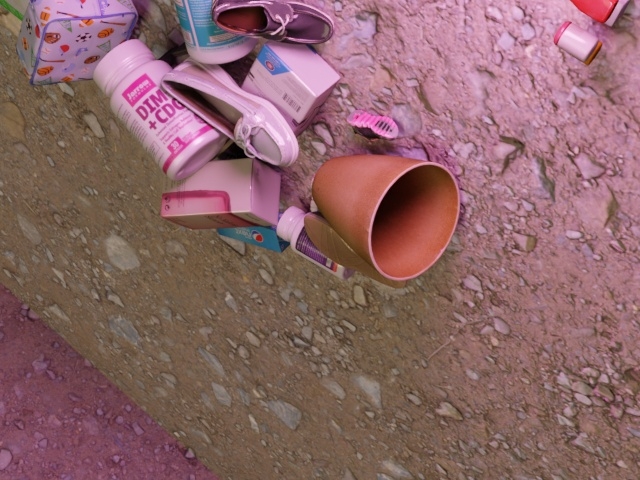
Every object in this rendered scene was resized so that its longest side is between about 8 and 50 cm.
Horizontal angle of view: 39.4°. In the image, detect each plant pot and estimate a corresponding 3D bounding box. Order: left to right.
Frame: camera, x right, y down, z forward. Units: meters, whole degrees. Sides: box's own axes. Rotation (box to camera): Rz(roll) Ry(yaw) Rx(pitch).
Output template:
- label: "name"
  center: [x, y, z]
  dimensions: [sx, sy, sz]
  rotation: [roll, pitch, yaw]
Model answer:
- label: "plant pot"
  center: [0.106, -0.077, 1.775]
  dimensions: [0.254, 0.237, 0.237]
  rotation: [30, 146, 46]

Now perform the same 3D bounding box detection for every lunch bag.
- label: "lunch bag"
  center: [-0.543, -0.463, 2.009]
  dimensions: [0.303, 0.243, 0.115]
  rotation: [-39, 71, 56]

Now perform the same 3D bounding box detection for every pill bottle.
- label: "pill bottle"
  center: [-0.346, -0.281, 1.910]
  dimensions: [0.283, 0.160, 0.160]
  rotation: [49, 146, 5]
- label: "pill bottle"
  center: [-0.213, -0.485, 1.716]
  dimensions: [0.146, 0.146, 0.264]
  rotation: [20, 138, 31]
- label: "pill bottle"
  center: [0.000, 0.000, 2.030]
  dimensions: [0.193, 0.108, 0.108]
  rotation: [30, 143, 20]

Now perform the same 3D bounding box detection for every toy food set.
- label: "toy food set"
  center: [0.382, -0.359, 1.273]
  dimensions: [0.104, 0.111, 0.232]
  rotation: [36, 142, 15]

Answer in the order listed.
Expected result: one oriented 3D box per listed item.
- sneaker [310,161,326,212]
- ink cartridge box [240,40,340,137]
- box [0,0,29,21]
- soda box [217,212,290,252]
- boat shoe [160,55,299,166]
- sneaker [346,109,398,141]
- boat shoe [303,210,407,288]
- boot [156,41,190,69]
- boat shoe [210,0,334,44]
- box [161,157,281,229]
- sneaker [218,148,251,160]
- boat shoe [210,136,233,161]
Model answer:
- label: "sneaker"
  center: [0.022, -0.103, 1.945]
  dimensions: [0.075, 0.063, 0.170]
  rotation: [32, 148, 18]
- label: "ink cartridge box"
  center: [-0.071, -0.305, 1.808]
  dimensions: [0.148, 0.086, 0.203]
  rotation: [45, 147, 2]
- label: "box"
  center: [-0.681, -0.615, 2.019]
  dimensions: [0.231, 0.127, 0.262]
  rotation: [39, 164, 9]
- label: "soda box"
  center: [-0.164, -0.038, 2.194]
  dimensions: [0.210, 0.067, 0.071]
  rotation: [16, 137, 35]
- label: "boat shoe"
  center: [-0.180, -0.252, 1.809]
  dimensions: [0.320, 0.103, 0.118]
  rotation: [43, 145, 10]
- label: "sneaker"
  center: [0.107, -0.216, 1.762]
  dimensions: [0.119, 0.047, 0.057]
  rotation: [27, 149, 35]
- label: "boat shoe"
  center: [0.089, 0.006, 1.898]
  dimensions: [0.285, 0.092, 0.103]
  rotation: [27, 143, 34]
- label: "boot"
  center: [-0.264, -0.362, 1.966]
  dimensions: [0.161, 0.083, 0.246]
  rotation: [52, 152, -18]
- label: "boat shoe"
  center: [-0.087, -0.401, 1.652]
  dimensions: [0.233, 0.079, 0.084]
  rotation: [10, 121, -11]
- label: "box"
  center: [-0.225, -0.102, 2.031]
  dimensions: [0.232, 0.127, 0.148]
  rotation: [-2, 168, 23]
- label: "sneaker"
  center: [-0.193, -0.197, 2.091]
  dimensions: [0.098, 0.038, 0.069]
  rotation: [28, 141, 7]
- label: "boat shoe"
  center: [-0.304, -0.236, 2.094]
  dimensions: [0.302, 0.113, 0.103]
  rotation: [-10, 124, 51]
